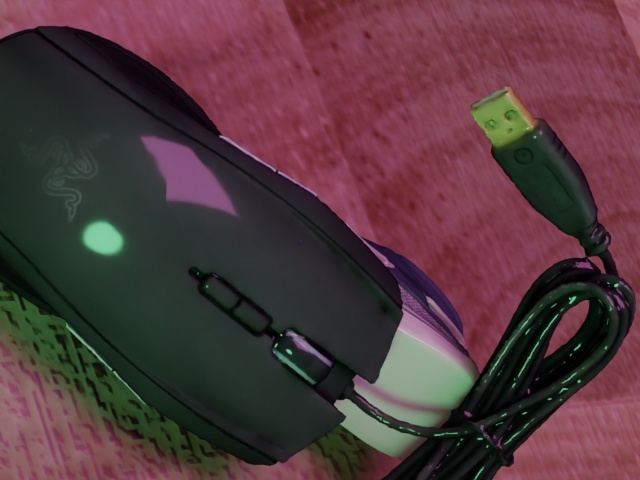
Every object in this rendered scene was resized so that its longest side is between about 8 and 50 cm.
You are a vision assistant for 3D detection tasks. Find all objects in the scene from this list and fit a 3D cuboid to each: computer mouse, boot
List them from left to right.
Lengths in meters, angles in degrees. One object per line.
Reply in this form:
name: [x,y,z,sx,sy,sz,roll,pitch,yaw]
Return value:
boot: [-0.016,0.012,0.772,0.190,0.069,0.086,41,16,-17]
computer mouse: [0.000,0.000,0.690,0.262,0.184,0.060,45,-3,-16]
